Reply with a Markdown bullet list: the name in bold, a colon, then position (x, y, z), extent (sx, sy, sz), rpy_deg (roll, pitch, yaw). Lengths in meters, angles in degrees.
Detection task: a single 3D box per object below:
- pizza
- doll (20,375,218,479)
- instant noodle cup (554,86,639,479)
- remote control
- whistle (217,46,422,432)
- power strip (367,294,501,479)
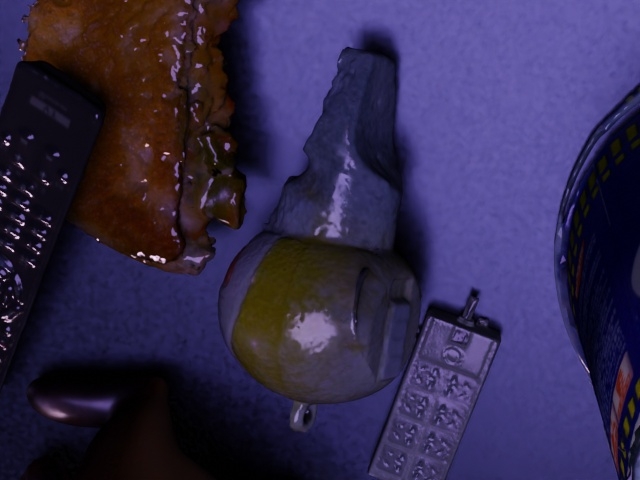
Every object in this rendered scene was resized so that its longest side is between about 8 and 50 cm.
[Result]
- **pizza**: position (-0.104, -0.094, 0.951), extent (0.147, 0.069, 0.226), rpy_deg (9, 106, 29)
- **doll**: position (-0.131, 0.278, 1.015), extent (0.318, 0.209, 0.339), rpy_deg (44, 110, 29)
- **instant noodle cup**: position (0.246, 0.063, 0.805), extent (0.284, 0.312, 0.284), rpy_deg (3, 108, 9)
- **remote control**: position (-0.184, 0.002, 0.973), extent (0.063, 0.025, 0.245), rpy_deg (37, 126, 13)
- **whistle**: position (0.000, 0.000, 0.942), extent (0.123, 0.123, 0.223), rpy_deg (9, 94, 7)
- **power strip**: position (0.071, 0.095, 1.000), extent (0.051, 0.019, 0.136), rpy_deg (22, 110, 5)
